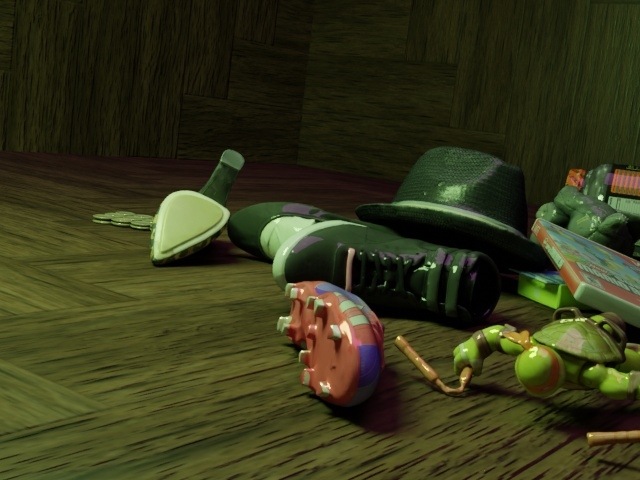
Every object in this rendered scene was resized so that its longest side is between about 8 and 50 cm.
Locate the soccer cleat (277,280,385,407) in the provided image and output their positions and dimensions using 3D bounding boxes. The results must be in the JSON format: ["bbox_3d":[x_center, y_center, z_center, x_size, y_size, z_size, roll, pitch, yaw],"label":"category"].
[{"bbox_3d":[0.025,0.084,0.770,0.095,0.083,0.248,10,4,-13],"label":"soccer cleat"}]

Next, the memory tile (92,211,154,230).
[{"bbox_3d":[-0.310,-0.032,1.531,0.148,0.012,0.113,10,8,16],"label":"memory tile"}]

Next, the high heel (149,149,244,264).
[{"bbox_3d":[-0.202,-0.004,1.316,0.093,0.186,0.261,33,42,-2],"label":"high heel"}]

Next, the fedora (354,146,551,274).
[{"bbox_3d":[0.220,-0.057,1.389,0.334,0.153,0.334,17,-9,3],"label":"fedora"}]

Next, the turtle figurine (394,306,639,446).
[{"bbox_3d":[0.218,0.100,0.769,0.269,0.087,0.217,10,6,42],"label":"turtle figurine"}]

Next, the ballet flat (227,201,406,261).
[{"bbox_3d":[0.000,0.000,1.305,0.280,0.095,0.096,6,17,-5],"label":"ballet flat"}]

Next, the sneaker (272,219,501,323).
[{"bbox_3d":[0.094,0.038,1.041,0.295,0.105,0.147,7,1,-37],"label":"sneaker"}]

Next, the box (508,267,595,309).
[{"bbox_3d":[0.375,0.072,1.280,0.178,0.042,0.109,3,8,-19],"label":"box"}]

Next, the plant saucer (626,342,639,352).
[{"bbox_3d":[0.328,0.120,0.874,0.083,0.015,0.083,21,-12,5],"label":"plant saucer"}]

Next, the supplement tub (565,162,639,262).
[{"bbox_3d":[0.666,-0.044,1.780,0.338,0.207,0.207,10,9,21],"label":"supplement tub"}]

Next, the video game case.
[{"bbox_3d":[0.388,0.056,1.121,0.204,0.025,0.285,23,16,-4],"label":"video game case"}]

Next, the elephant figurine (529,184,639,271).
[{"bbox_3d":[0.506,0.004,1.560,0.239,0.169,0.186,20,29,-32],"label":"elephant figurine"}]
